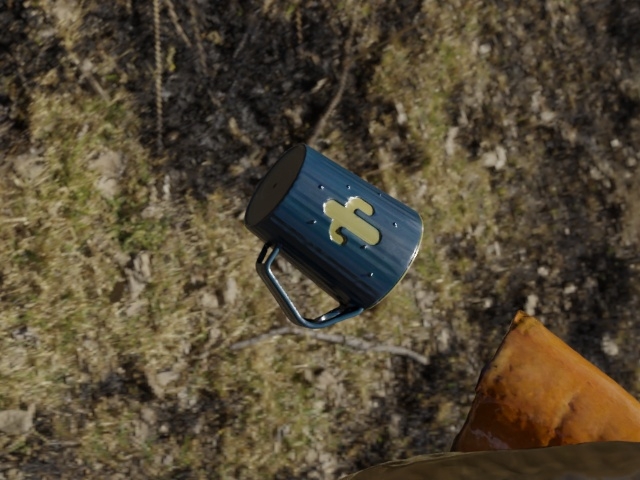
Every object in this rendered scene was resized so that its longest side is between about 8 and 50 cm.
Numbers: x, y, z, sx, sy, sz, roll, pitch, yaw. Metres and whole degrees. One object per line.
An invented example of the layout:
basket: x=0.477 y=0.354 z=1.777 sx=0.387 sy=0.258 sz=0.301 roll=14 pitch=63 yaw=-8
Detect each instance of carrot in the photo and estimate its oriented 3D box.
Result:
carrot: x=0.229 y=0.177 z=0.751 sx=0.159 sy=0.225 sz=0.159 roll=-48 pitch=154 yaw=-33

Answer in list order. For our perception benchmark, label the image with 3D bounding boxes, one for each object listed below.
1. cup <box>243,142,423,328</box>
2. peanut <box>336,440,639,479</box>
cup: x=0.000 y=0.000 z=0.947 sx=0.155 sy=0.131 sz=0.177 roll=36 pitch=74 yaw=-20
peanut: x=0.136 y=0.189 z=0.506 sx=0.153 sy=0.324 sz=0.140 roll=5 pitch=82 yaw=-77
